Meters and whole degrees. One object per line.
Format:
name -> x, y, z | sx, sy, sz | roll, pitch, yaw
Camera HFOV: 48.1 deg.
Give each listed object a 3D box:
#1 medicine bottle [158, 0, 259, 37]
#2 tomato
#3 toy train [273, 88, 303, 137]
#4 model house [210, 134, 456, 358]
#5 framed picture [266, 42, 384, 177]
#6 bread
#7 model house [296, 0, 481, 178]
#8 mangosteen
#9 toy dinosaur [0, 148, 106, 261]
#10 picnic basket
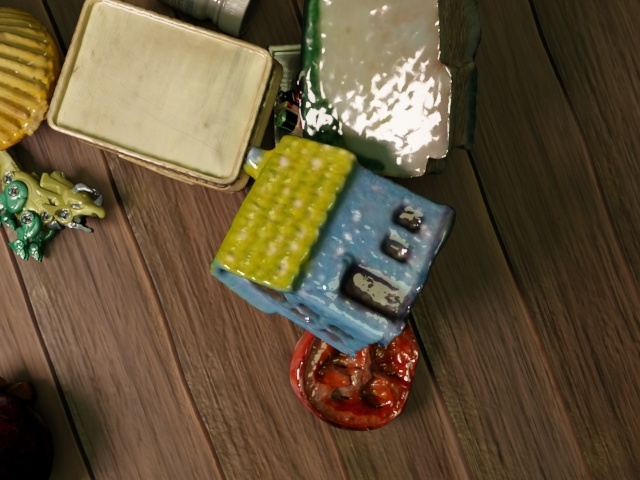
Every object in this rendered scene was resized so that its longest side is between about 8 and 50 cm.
medicine bottle -> -0.190, -0.416, 1.185 | 0.168, 0.105, 0.105 | 25, 87, -3
tomato -> 0.047, 0.206, 1.193 | 0.228, 0.101, 0.227 | 1, 88, -25
toy train -> -0.017, -0.193, 1.180 | 0.138, 0.050, 0.087 | 24, 76, -28
model house -> 0.000, 0.000, 1.048 | 0.303, 0.215, 0.237 | 28, 72, -1
framed picture -> 0.008, -0.215, 1.240 | 0.189, 0.023, 0.259 | -4, 89, -7
bread -> -0.508, -0.253, 1.104 | 0.139, 0.240, 0.239 | 21, 86, -47
model house -> 0.137, -0.262, 1.138 | 0.243, 0.284, 0.298 | 8, 106, 30
mangosteen -> -0.528, 0.313, 1.103 | 0.228, 0.228, 0.265 | -16, 52, -5
toy dinosaur -> -0.482, -0.074, 1.167 | 0.259, 0.094, 0.153 | 36, 86, 5
picnic basket -> -0.232, -0.219, 1.145 | 0.313, 0.175, 0.228 | 18, 89, 0
